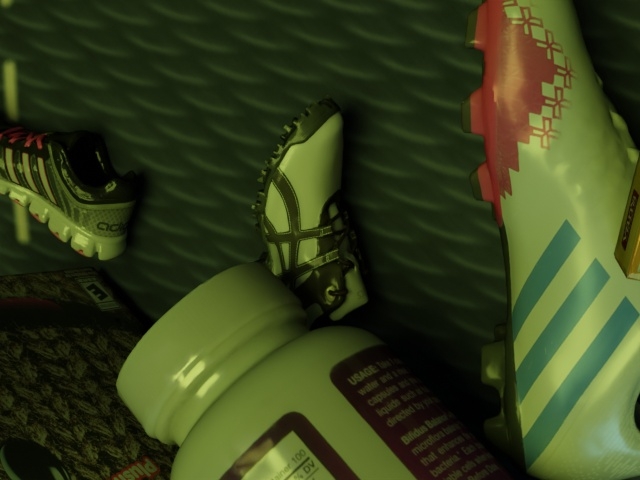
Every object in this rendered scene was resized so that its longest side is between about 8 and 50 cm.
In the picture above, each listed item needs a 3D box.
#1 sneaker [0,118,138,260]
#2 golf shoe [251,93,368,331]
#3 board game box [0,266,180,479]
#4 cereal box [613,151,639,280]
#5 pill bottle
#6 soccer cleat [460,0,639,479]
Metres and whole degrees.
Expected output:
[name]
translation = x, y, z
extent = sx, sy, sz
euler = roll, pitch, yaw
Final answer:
[sneaker]
translation = -0.202, -0.061, 0.994
extent = 0.170, 0.063, 0.075
euler = 36, 114, 10
[golf shoe]
translation = 0.000, 0.000, 0.904
extent = 0.094, 0.077, 0.198
euler = 25, 120, 17
[board game box]
translation = -0.177, 0.173, 0.898
extent = 0.291, 0.232, 0.141
euler = 46, 114, 19
[cereal box]
translation = 0.295, -0.043, 0.711
extent = 0.240, 0.047, 0.173
euler = 10, 106, -1
[pill bottle]
translation = 0.017, 0.160, 0.807
extent = 0.301, 0.169, 0.169
euler = 47, 116, 17
[soccer cleat]
translation = 0.166, -0.012, 0.805
extent = 0.143, 0.116, 0.331
euler = -2, 104, 15
